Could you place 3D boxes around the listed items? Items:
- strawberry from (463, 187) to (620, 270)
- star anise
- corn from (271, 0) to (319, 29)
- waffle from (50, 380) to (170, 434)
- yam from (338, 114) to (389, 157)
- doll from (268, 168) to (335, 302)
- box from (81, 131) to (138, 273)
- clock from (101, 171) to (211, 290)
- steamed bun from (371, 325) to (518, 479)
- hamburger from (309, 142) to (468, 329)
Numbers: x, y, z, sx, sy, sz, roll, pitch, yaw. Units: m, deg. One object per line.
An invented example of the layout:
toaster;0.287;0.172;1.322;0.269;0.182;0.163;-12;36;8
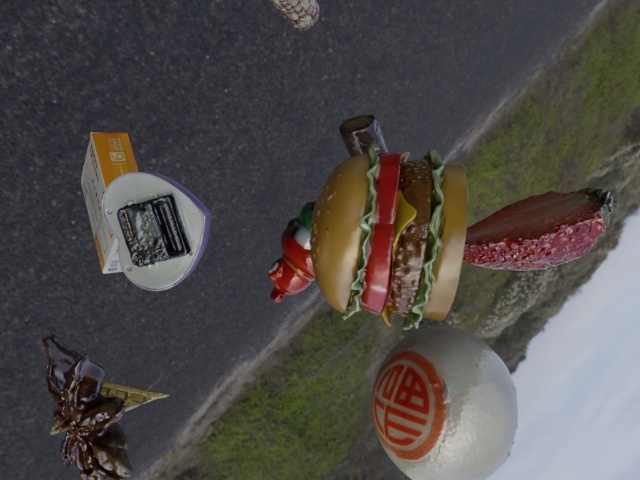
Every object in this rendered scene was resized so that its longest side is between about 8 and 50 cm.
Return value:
strawberry;0.340;0.000;0.781;0.236;0.106;0.175;-15;-163;39
star anise;-0.384;0.283;0.802;0.088;0.288;0.288;-19;141;-42
corn;-0.063;-0.480;0.960;0.079;0.080;0.237;-57;169;11
waffle;-0.394;0.331;0.950;0.032;0.191;0.125;-51;-153;37
yam;0.095;-0.171;0.966;0.079;0.079;0.141;-41;123;-24
doll;0.000;-0.001;1.151;0.160;0.182;0.363;37;96;-28
box;-0.484;-0.085;1.174;0.091;0.273;0.221;-9;155;-35
clock;-0.263;-0.017;0.802;0.172;0.197;0.064;-13;-170;13
steamed bun;0.198;0.293;0.888;0.177;0.283;0.282;14;116;-33
hamburger;0.090;-0.009;0.752;0.274;0.213;0.274;7;90;-86
